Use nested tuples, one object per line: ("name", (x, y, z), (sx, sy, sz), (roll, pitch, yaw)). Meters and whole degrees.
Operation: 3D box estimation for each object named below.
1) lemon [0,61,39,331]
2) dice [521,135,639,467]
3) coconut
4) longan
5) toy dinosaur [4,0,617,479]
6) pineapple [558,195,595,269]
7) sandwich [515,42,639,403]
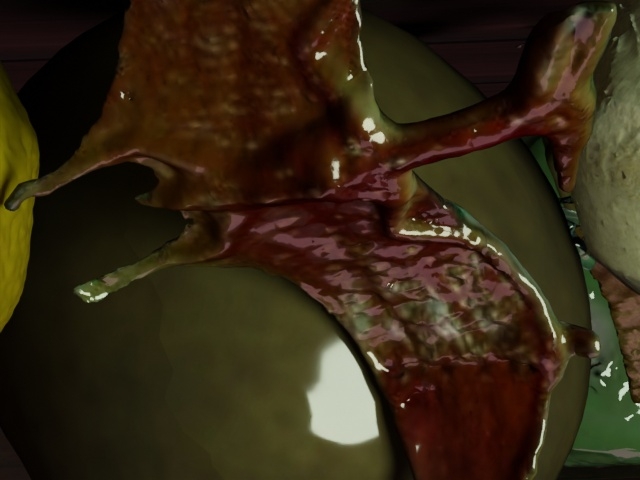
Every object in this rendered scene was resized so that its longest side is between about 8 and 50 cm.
("lemon", (-0.201, -0.016, 0.607), (0.192, 0.192, 0.231), (-4, -179, 32))
("dice", (0.294, 0.037, 1.612), (0.330, 0.318, 0.322), (-3, 179, 3))
("coconut", (0.177, -0.057, 0.744), (0.161, 0.162, 0.161), (-3, -153, 2))
("longan", (-0.020, 0.033, 0.783), (0.297, 0.297, 0.297), (-3, 179, 0))
("toy dinosaur", (-0.006, 0.006, 0.553), (0.207, 0.113, 0.327), (6, 135, 4))
("pineapple", (0.062, -0.036, 0.968), (0.083, 0.103, 0.221), (0, -146, -40))
("sandwich", (0.194, -0.067, 1.081), (0.100, 0.288, 0.254), (-17, 132, 11))
